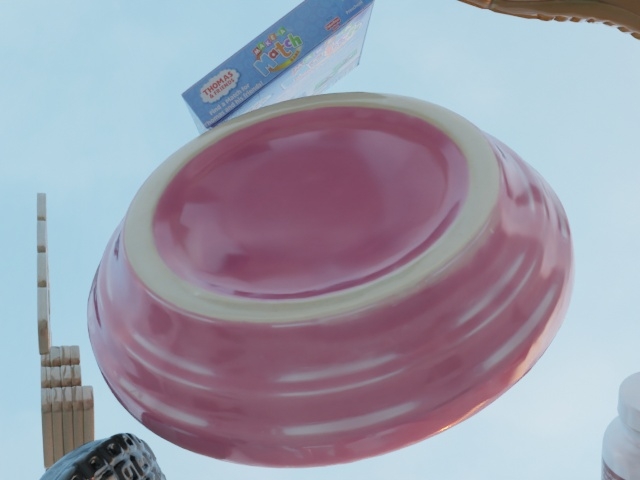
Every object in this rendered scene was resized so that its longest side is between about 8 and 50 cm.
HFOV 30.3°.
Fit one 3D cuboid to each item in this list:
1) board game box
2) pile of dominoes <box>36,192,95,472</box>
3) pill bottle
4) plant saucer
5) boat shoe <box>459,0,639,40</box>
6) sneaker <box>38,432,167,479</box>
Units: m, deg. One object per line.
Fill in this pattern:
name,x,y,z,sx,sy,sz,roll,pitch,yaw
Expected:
board game box,-0.033,-0.134,0.977,0.160,0.211,0.039,-38,-92,-4
pile of dominoes,-0.210,0.097,0.974,0.040,0.251,0.196,-2,-63,-12
pill bottle,0.337,0.241,1.165,0.121,0.121,0.216,-9,-65,-8
plant saucer,0.000,0.000,0.789,0.332,0.332,0.084,-17,-52,-6
boat shoe,0.120,-0.156,0.525,0.277,0.098,0.096,18,-126,-13
sneaker,-0.186,0.203,0.665,0.130,0.286,0.109,-12,-72,30
